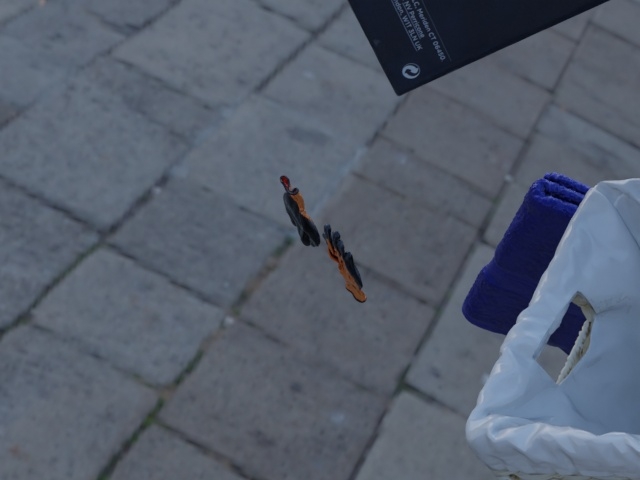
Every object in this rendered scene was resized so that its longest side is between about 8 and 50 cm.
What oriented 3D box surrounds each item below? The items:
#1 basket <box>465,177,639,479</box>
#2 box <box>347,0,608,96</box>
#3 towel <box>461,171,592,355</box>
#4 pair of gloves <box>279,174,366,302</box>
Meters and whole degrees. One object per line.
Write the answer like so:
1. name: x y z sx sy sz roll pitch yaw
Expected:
1. basket: 0.357 0.135 1.236 0.331 0.266 0.328 -2 42 39
2. box: 0.153 -0.304 1.238 0.183 0.294 0.296 59 14 -27
3. towel: 0.333 0.041 1.909 0.228 0.308 0.076 20 55 -1
4. pair of gloves: 0.000 0.000 0.964 0.010 0.074 0.083 -36 58 -10
